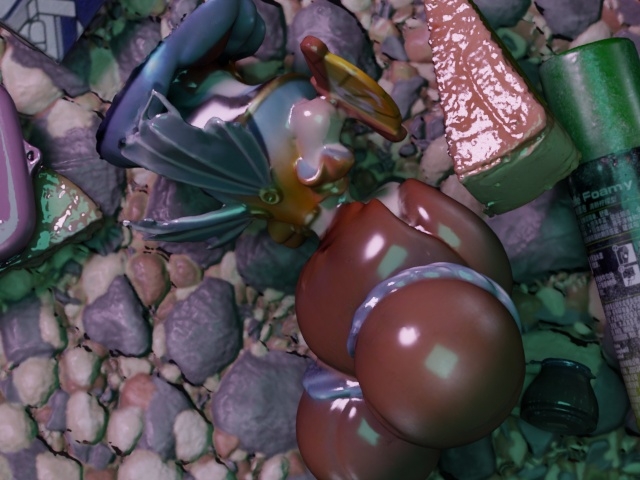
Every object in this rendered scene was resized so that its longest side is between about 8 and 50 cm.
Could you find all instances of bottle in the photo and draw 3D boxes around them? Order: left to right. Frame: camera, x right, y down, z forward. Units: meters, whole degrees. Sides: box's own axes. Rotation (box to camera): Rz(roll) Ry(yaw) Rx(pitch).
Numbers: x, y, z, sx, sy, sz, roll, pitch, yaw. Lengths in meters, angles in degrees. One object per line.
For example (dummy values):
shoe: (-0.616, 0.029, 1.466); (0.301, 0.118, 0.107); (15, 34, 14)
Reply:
bottle: (0.270, -0.005, 1.159); (0.093, 0.093, 0.330); (-15, 85, 1)

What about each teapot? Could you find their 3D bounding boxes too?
teapot: (0.197, 0.132, 1.171); (0.088, 0.066, 0.057); (3, 64, 25)

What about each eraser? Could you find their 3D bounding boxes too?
eraser: (-0.223, -0.276, 1.193); (0.124, 0.068, 0.210); (37, 87, -32)

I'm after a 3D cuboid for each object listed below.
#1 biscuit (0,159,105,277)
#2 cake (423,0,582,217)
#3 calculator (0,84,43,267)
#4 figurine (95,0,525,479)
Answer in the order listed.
biscuit: (-0.327, -0.005, 1.215); (0.250, 0.032, 0.133); (-32, 85, 0)
cake: (0.147, -0.142, 1.134); (0.090, 0.109, 0.225); (-20, 65, 24)
calculator: (-0.386, -0.042, 1.186); (0.294, 0.043, 0.194); (-13, 80, 1)
figurine: (0.001, -0.001, 1.102); (0.388, 0.276, 0.248); (41, 61, 3)
